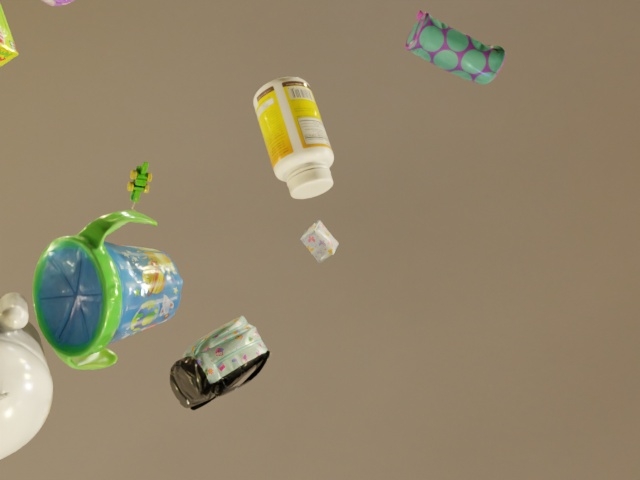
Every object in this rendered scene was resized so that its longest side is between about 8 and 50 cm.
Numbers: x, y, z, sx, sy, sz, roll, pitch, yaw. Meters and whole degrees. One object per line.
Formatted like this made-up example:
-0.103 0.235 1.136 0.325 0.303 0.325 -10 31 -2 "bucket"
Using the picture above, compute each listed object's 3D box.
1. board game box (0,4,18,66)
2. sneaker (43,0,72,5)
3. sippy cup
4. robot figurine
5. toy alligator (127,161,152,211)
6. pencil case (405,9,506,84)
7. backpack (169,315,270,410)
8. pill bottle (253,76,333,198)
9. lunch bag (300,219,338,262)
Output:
-0.563 -0.381 0.831 0.043 0.092 0.181 -26 -100 13 "board game box"
-0.290 -0.343 0.520 0.095 0.236 0.104 -34 -113 -29 "sneaker"
-0.419 0.104 1.070 0.224 0.306 0.239 -3 -118 -59 "sippy cup"
-0.565 0.234 0.864 0.354 0.200 0.299 19 -92 55 "robot figurine"
-0.550 -0.159 1.557 0.056 0.189 0.051 6 -149 -35 "toy alligator"
0.216 -0.309 0.838 0.152 0.064 0.070 21 -105 -10 "pencil case"
-0.187 0.228 0.987 0.182 0.152 0.115 -28 -94 -37 "backpack"
-0.047 -0.193 0.993 0.118 0.117 0.214 -15 -105 -11 "pill bottle"
0.000 0.000 1.127 0.071 0.053 0.083 51 -155 -10 "lunch bag"
